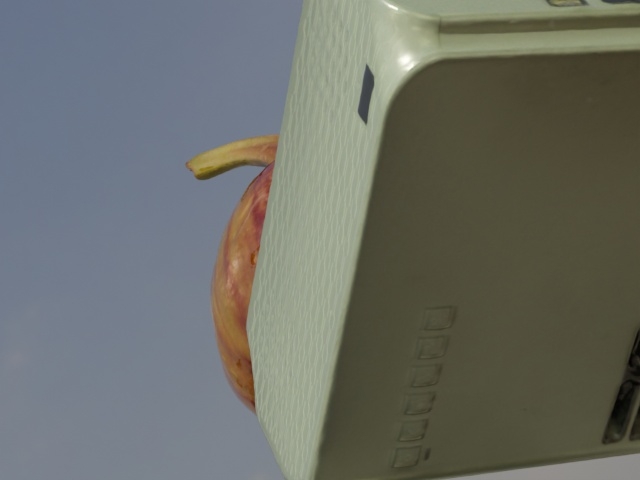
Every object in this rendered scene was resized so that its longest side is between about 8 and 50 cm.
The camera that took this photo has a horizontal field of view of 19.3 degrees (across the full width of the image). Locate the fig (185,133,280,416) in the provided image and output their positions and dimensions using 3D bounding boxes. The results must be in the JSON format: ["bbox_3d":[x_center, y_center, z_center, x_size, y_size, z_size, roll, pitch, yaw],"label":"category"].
[{"bbox_3d":[0.006,0.000,1.099,0.175,0.207,0.175,-13,-25,-6],"label":"fig"}]

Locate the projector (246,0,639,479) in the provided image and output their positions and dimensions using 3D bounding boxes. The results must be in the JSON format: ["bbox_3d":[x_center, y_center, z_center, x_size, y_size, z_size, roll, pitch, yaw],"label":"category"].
[{"bbox_3d":[0.085,-0.014,0.819,0.198,0.108,0.250,-5,-52,-20],"label":"projector"}]
